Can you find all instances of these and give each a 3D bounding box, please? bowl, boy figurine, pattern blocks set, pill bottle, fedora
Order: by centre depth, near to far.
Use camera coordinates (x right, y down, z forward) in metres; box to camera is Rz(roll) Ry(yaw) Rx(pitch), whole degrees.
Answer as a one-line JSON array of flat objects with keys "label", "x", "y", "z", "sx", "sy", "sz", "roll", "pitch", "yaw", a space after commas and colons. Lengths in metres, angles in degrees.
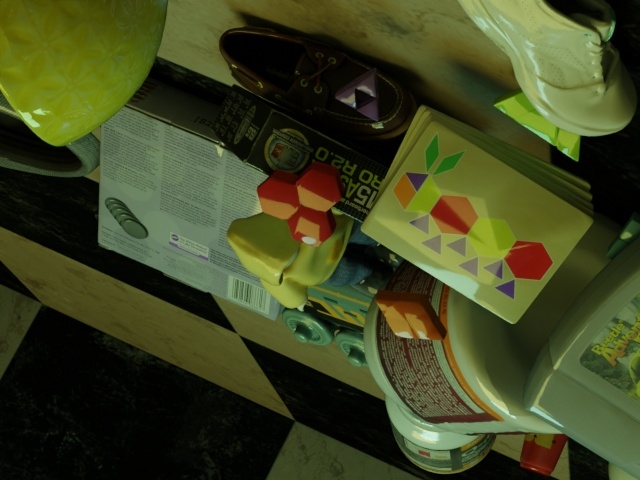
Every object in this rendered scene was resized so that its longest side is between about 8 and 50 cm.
[{"label": "bowl", "x": -0.200, "y": -0.239, "z": 1.440, "sx": 0.156, "sy": 0.289, "sz": 0.289, "roll": -20, "pitch": 153, "yaw": 8}, {"label": "pattern blocks set", "x": 0.135, "y": -0.024, "z": 1.542, "sx": 0.325, "sy": 0.026, "sz": 0.285, "roll": 39, "pitch": 120, "yaw": -7}, {"label": "pill bottle", "x": 0.186, "y": 0.093, "z": 1.824, "sx": 0.224, "sy": 0.224, "sz": 0.392, "roll": 30, "pitch": 168, "yaw": -9}, {"label": "boy figurine", "x": 0.000, "y": 0.000, "z": 1.924, "sx": 0.092, "sy": 0.177, "sz": 0.285, "roll": 37, "pitch": -167, "yaw": 25}, {"label": "fedora", "x": -0.376, "y": -0.177, "z": 2.107, "sx": 0.275, "sy": 0.124, "sz": 0.244, "roll": 8, "pitch": 160, "yaw": 31}, {"label": "pill bottle", "x": 0.176, "y": 0.234, "z": 2.482, "sx": 0.162, "sy": 0.162, "sz": 0.278, "roll": 24, "pitch": 166, "yaw": 13}]

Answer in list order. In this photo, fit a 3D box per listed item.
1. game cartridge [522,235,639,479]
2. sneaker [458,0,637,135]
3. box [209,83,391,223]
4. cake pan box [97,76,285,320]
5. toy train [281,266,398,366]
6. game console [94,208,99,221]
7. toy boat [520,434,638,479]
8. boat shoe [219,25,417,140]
[{"label": "game cartridge", "x": 0.323, "y": 0.085, "z": 1.520, "sx": 0.196, "sy": 0.294, "sz": 0.060, "roll": 34, "pitch": -152, "yaw": -14}, {"label": "sneaker", "x": 0.190, "y": -0.150, "z": 1.289, "sx": 0.094, "sy": 0.080, "sz": 0.212, "roll": -5, "pitch": 145, "yaw": 45}, {"label": "box", "x": 0.011, "y": -0.072, "z": 1.727, "sx": 0.216, "sy": 0.060, "sz": 0.270, "roll": 26, "pitch": -176, "yaw": -15}, {"label": "cake pan box", "x": -0.135, "y": -0.050, "z": 2.028, "sx": 0.267, "sy": 0.070, "sz": 0.245, "roll": 22, "pitch": 138, "yaw": 16}, {"label": "toy train", "x": 0.060, "y": 0.069, "z": 2.185, "sx": 0.334, "sy": 0.142, "sz": 0.190, "roll": 19, "pitch": 154, "yaw": 29}, {"label": "game console", "x": -0.258, "y": -0.024, "z": 2.557, "sx": 0.071, "sy": 0.107, "sz": 0.122, "roll": 52, "pitch": 178, "yaw": 27}, {"label": "toy boat", "x": 0.422, "y": 0.276, "z": 2.275, "sx": 0.318, "sy": 0.148, "sz": 0.267, "roll": 21, "pitch": 171, "yaw": -4}, {"label": "boat shoe", "x": -0.008, "y": -0.151, "z": 1.634, "sx": 0.207, "sy": 0.073, "sz": 0.073, "roll": 19, "pitch": 166, "yaw": 31}]
